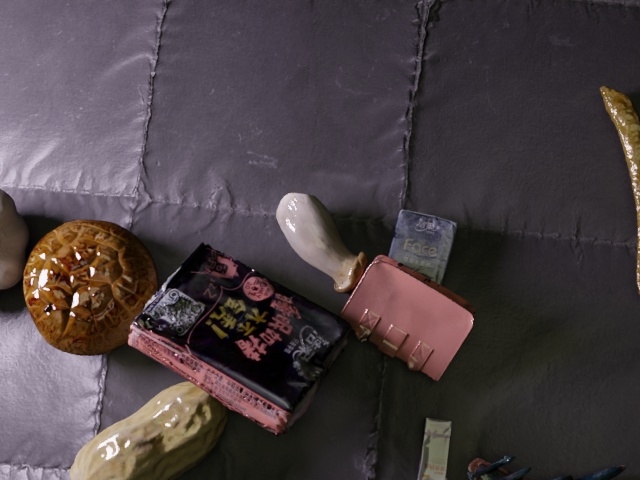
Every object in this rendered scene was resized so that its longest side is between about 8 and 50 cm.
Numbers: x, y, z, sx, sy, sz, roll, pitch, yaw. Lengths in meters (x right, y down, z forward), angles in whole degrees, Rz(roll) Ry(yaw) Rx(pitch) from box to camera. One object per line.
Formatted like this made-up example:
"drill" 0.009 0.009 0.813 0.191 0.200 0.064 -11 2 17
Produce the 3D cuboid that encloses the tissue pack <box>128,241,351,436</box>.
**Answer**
"tissue pack" -0.138 0.171 1.647 0.332 0.123 0.245 28 49 12

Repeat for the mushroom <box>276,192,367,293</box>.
"mushroom" 0.001 0.000 1.737 0.097 0.088 0.212 -43 77 -3

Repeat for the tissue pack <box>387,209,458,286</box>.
"tissue pack" 0.181 0.030 1.743 0.112 0.051 0.156 14 78 8

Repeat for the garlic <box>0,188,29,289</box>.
"garlic" -0.611 0.017 1.743 0.143 0.178 0.229 19 96 -24

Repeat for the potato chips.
"potato chips" 0.591 -0.097 1.754 0.080 0.057 0.406 -9 76 14

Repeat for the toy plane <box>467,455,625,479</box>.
"toy plane" 0.377 0.447 1.604 0.326 0.104 0.222 -22 76 -3

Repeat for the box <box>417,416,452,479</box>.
"box" 0.201 0.372 1.665 0.051 0.036 0.117 6 77 5

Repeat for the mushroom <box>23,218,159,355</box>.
"mushroom" -0.414 0.082 1.710 0.253 0.153 0.253 2 74 -7

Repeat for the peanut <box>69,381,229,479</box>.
"peanut" -0.290 0.354 1.637 0.313 0.152 0.152 -32 77 -8

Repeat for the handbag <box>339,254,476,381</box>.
"handbag" 0.154 0.138 1.687 0.213 0.059 0.157 30 105 4
